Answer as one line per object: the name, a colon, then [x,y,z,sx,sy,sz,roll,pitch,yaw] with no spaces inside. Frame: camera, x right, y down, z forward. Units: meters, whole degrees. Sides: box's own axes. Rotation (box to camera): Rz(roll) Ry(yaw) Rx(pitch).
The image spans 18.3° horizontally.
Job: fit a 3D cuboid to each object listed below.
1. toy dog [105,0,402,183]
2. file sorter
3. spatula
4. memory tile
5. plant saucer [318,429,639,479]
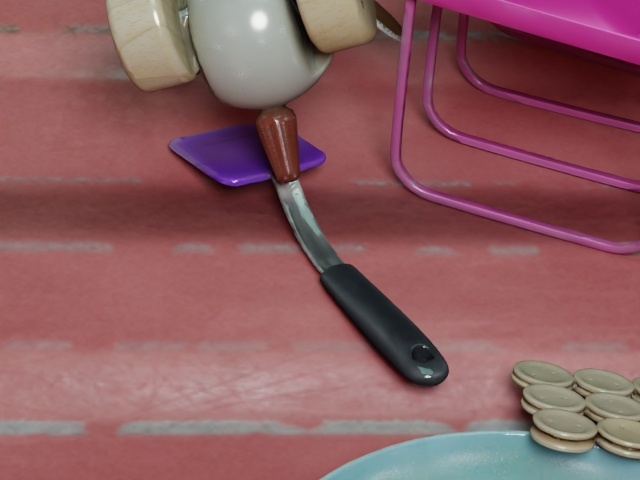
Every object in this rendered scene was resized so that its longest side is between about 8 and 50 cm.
toy dog: [-0.024,-0.149,1.340,0.220,0.161,0.334,-2,22,28]
file sorter: [0.183,-0.158,1.349,0.202,0.182,0.290,18,43,13]
spatula: [0.000,0.000,1.264,0.084,0.030,0.296,-15,44,-25]
memory tile: [0.186,0.101,1.138,0.148,0.012,0.113,8,17,-7]
plant saucer: [0.107,0.224,1.004,0.318,0.043,0.317,3,40,-2]
